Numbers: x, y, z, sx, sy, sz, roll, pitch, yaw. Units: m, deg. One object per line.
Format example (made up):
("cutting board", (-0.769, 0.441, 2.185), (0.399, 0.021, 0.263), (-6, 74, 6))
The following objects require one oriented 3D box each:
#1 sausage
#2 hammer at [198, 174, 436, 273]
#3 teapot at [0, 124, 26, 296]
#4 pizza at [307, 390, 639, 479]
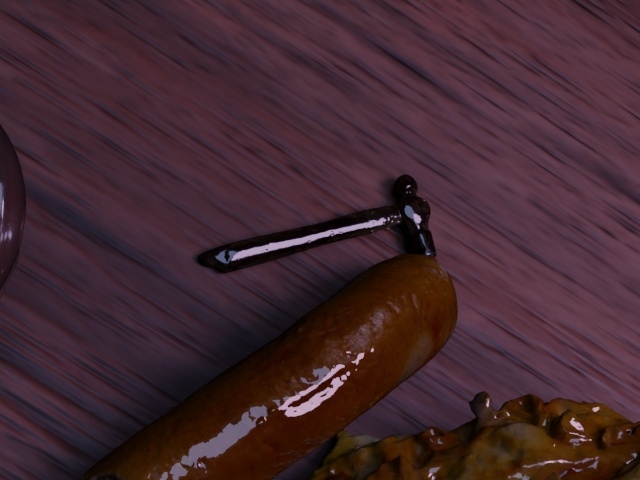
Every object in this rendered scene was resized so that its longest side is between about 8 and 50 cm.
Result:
("sausage", (-0.016, 0.096, 1.159), (0.302, 0.103, 0.076), (-33, 95, -29))
("hammer", (0.000, 0.000, 1.246), (0.178, 0.021, 0.065), (-13, 78, -26))
("teapot", (-0.324, 0.025, 1.010), (0.312, 0.233, 0.315), (2, 100, -27))
("pizza", (0.091, 0.166, 1.130), (0.365, 0.074, 0.182), (-12, 37, 4))
